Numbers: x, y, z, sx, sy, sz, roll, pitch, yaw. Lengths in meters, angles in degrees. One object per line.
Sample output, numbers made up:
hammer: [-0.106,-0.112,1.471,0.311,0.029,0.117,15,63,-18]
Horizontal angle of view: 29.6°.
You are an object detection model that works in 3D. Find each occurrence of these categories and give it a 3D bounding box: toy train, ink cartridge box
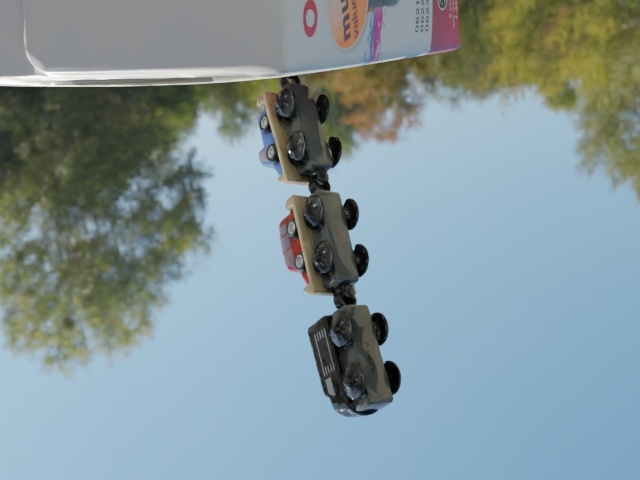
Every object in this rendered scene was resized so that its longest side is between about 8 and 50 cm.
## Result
toy train: [0.000,0.000,0.515,0.027,0.158,0.036,3,152,-35]
ink cartridge box: [-0.034,-0.128,0.461,0.127,0.128,0.176,2,-167,25]
